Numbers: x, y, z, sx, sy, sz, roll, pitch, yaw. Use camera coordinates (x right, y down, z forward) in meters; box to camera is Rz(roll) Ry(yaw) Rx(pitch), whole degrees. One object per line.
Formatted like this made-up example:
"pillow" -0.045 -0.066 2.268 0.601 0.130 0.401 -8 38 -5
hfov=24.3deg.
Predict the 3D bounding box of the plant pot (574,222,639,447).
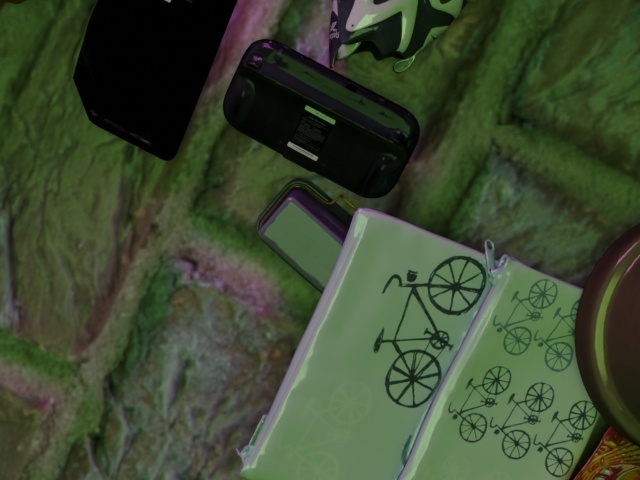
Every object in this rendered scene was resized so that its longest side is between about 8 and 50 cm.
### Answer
"plant pot" 0.400 0.104 1.425 0.263 0.229 0.263 0 94 -8

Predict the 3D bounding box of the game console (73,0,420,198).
"game console" -0.078 -0.149 1.536 0.361 0.044 0.213 28 120 4

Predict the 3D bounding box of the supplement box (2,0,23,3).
"supplement box" -0.275 -0.341 1.501 0.194 0.191 0.129 -23 92 8

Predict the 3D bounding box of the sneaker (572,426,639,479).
"sneaker" 0.305 0.243 1.564 0.175 0.067 0.064 -41 70 -6

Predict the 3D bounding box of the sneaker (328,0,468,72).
"sneaker" 0.022 -0.260 1.524 0.235 0.094 0.153 32 89 -8

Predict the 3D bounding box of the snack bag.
"snack bag" 0.126 0.155 1.534 0.342 0.037 0.323 23 99 -14

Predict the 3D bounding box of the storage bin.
"storage bin" 0.000 0.000 1.554 0.135 0.091 0.098 41 98 0
